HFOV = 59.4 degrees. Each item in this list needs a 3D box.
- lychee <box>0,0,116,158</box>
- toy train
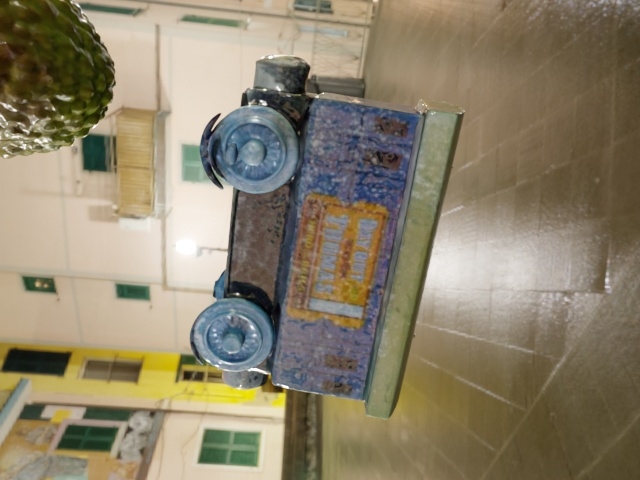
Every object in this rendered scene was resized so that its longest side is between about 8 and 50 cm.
[{"bbox_3d":[-0.183,-0.101,0.293,0.114,0.146,0.114,-51,26,37],"label":"lychee"},{"bbox_3d":[0.000,0.000,0.494,0.131,0.201,0.300,-79,-3,-71],"label":"toy train"}]
